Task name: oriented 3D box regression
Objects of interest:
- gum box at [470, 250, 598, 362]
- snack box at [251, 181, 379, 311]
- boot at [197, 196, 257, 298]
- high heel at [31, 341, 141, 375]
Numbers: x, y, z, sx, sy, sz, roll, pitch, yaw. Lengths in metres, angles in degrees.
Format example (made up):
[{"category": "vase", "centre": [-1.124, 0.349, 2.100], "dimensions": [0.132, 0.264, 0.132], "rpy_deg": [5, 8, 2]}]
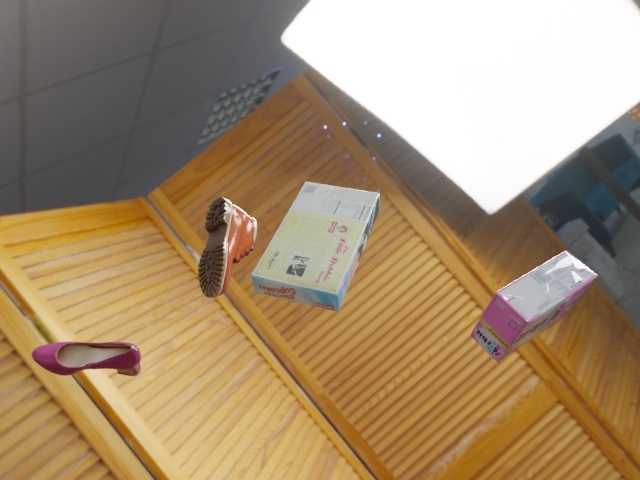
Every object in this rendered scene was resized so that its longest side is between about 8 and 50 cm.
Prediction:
[{"category": "gum box", "centre": [0.331, 0.098, 0.822], "dimensions": [0.188, 0.062, 0.107], "rpy_deg": [-22, -36, -29]}, {"category": "snack box", "centre": [0.000, 0.000, 1.171], "dimensions": [0.060, 0.187, 0.322], "rpy_deg": [84, -156, -44]}, {"category": "boot", "centre": [-0.136, 0.019, 0.817], "dimensions": [0.059, 0.158, 0.085], "rpy_deg": [-13, -30, 37]}, {"category": "high heel", "centre": [-0.518, 0.247, 1.172], "dimensions": [0.117, 0.244, 0.082], "rpy_deg": [104, 179, -51]}]
